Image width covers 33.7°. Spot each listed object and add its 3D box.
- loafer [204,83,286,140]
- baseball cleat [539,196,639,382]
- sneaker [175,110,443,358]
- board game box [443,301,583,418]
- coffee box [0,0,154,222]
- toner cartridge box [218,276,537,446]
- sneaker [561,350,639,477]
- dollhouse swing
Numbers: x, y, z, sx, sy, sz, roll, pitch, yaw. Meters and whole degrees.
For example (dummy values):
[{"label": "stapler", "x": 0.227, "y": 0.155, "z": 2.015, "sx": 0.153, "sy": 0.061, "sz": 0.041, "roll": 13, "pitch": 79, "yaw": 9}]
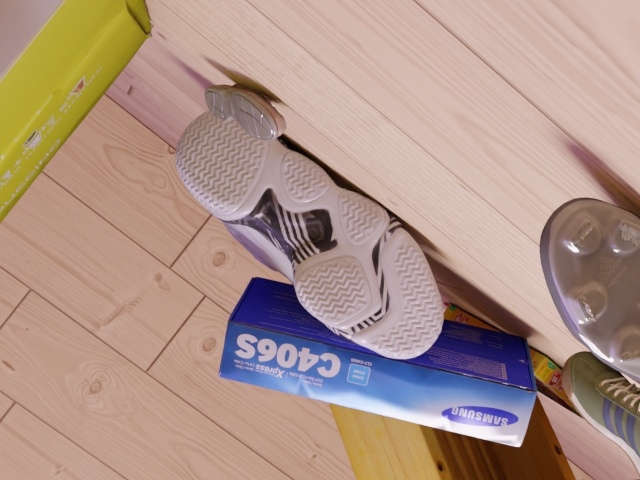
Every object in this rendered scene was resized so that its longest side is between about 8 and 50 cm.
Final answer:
[{"label": "loafer", "x": -0.067, "y": -0.131, "z": 1.027, "sx": 0.125, "sy": 0.039, "sz": 0.045, "roll": 29, "pitch": 138, "yaw": 48}, {"label": "baseball cleat", "x": 0.179, "y": 0.045, "z": 0.594, "sx": 0.206, "sy": 0.072, "sz": 0.109, "roll": 43, "pitch": -179, "yaw": -21}, {"label": "sneaker", "x": 0.000, "y": 0.000, "z": 1.232, "sx": 0.366, "sy": 0.137, "sz": 0.210, "roll": 41, "pitch": 178, "yaw": 13}, {"label": "board game box", "x": 0.261, "y": 0.159, "z": 1.440, "sx": 0.124, "sy": 0.039, "sz": 0.259, "roll": 40, "pitch": 178, "yaw": -27}, {"label": "coffee box", "x": -0.382, "y": -0.189, "z": 0.908, "sx": 0.334, "sy": 0.337, "sz": 0.338, "roll": 38, "pitch": 176, "yaw": -3}, {"label": "toner cartridge box", "x": 0.069, "y": 0.136, "z": 1.238, "sx": 0.348, "sy": 0.075, "sz": 0.165, "roll": 13, "pitch": -162, "yaw": 4}, {"label": "sneaker", "x": 0.299, "y": 0.159, "z": 0.959, "sx": 0.192, "sy": 0.064, "sz": 0.086, "roll": 57, "pitch": 149, "yaw": 34}, {"label": "dollhouse swing", "x": 0.256, "y": 0.242, "z": 1.357, "sx": 0.347, "sy": 0.305, "sz": 0.315, "roll": 8, "pitch": -125, "yaw": -51}]
